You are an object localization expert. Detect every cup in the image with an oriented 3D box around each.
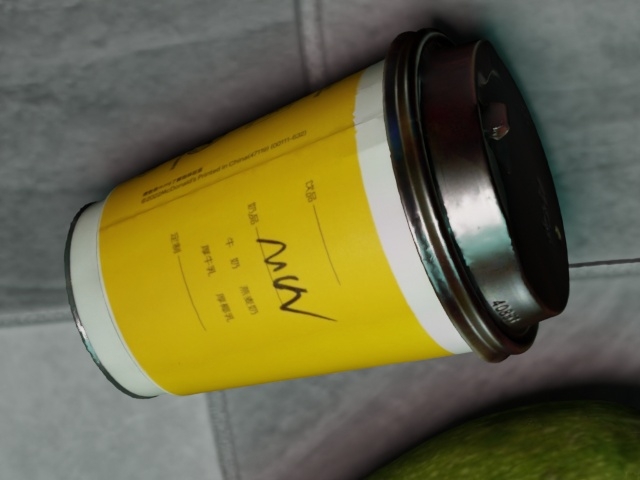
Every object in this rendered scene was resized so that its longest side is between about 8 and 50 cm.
[{"bbox_3d":[0.000,0.000,0.849,0.280,0.196,0.196,-18,124,21],"label":"cup"}]

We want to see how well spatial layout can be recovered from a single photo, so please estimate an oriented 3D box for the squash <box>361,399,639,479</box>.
[{"bbox_3d":[0.127,0.240,0.950,0.310,0.310,0.309,29,115,-19],"label":"squash"}]
